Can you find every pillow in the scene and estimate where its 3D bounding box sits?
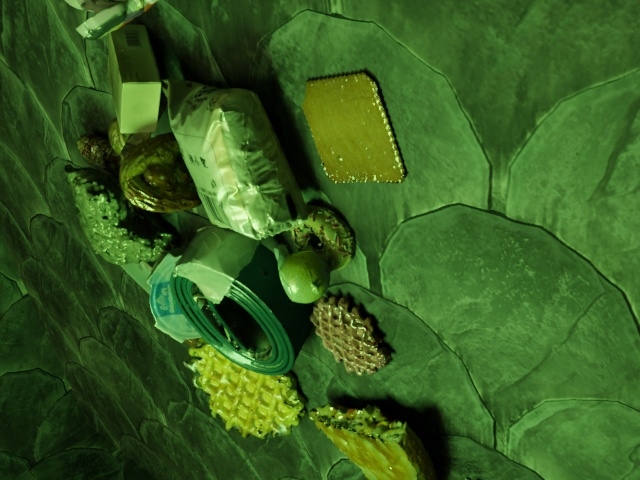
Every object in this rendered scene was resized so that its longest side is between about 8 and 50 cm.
[{"bbox_3d":[-0.449,-0.290,1.946,0.034,0.211,0.135,23,180,-41],"label":"pillow"}]

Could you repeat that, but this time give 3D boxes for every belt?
[{"bbox_3d":[-0.195,0.160,1.971,0.300,0.173,0.436,-7,133,34],"label":"belt"}]

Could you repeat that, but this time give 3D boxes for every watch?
[{"bbox_3d":[-0.476,-0.578,1.653,0.196,0.244,0.231,3,129,49],"label":"watch"}]

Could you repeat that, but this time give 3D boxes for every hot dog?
[{"bbox_3d":[-0.377,-0.165,1.889,0.122,0.272,0.196,-12,95,25],"label":"hot dog"}]

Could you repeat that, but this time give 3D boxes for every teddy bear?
[{"bbox_3d":[-0.597,-0.091,2.198,0.357,0.224,0.367,44,157,12],"label":"teddy bear"}]

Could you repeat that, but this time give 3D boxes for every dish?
[{"bbox_3d":[-0.605,0.061,2.533,0.234,0.064,0.154,41,144,16],"label":"dish"}]

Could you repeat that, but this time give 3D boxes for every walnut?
[{"bbox_3d":[-0.534,-0.291,2.106,0.105,0.105,0.124,17,131,41],"label":"walnut"}]

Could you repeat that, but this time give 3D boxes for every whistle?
[{"bbox_3d":[-0.046,0.065,1.744,0.223,0.122,0.123,43,153,57],"label":"whistle"}]

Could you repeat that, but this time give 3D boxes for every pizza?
[{"bbox_3d":[0.135,0.520,2.015,0.406,0.130,0.440,29,150,32],"label":"pizza"}]

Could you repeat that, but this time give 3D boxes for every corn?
[{"bbox_3d":[-0.626,-0.252,2.252,0.289,0.098,0.098,23,136,37],"label":"corn"}]

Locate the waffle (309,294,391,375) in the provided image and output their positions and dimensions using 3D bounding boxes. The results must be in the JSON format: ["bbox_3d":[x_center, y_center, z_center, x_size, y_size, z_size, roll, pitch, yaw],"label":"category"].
[{"bbox_3d":[0.066,0.238,1.904,0.234,0.055,0.221,56,145,-3],"label":"waffle"}]

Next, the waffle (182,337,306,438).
[{"bbox_3d":[-0.226,0.440,2.340,0.379,0.095,0.382,-14,110,36],"label":"waffle"}]

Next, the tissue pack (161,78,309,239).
[{"bbox_3d":[-0.218,-0.181,1.742,0.375,0.195,0.390,21,137,54],"label":"tissue pack"}]

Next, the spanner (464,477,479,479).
[{"bbox_3d":[0.431,0.719,1.935,0.071,0.017,0.302,1,120,50],"label":"spanner"}]

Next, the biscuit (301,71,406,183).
[{"bbox_3d":[0.058,-0.221,1.543,0.232,0.013,0.237,5,123,48],"label":"biscuit"}]

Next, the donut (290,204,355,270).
[{"bbox_3d":[0.000,0.000,1.760,0.174,0.068,0.175,31,142,29],"label":"donut"}]

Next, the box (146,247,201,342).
[{"bbox_3d":[-0.361,0.118,2.183,0.206,0.291,0.262,-147,46,-63],"label":"box"}]

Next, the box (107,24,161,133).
[{"bbox_3d":[-0.455,-0.390,1.848,0.168,0.095,0.212,114,143,-49],"label":"box"}]

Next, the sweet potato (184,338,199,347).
[{"bbox_3d":[-0.369,0.320,2.456,0.385,0.109,0.109,50,146,-4],"label":"sweet potato"}]
